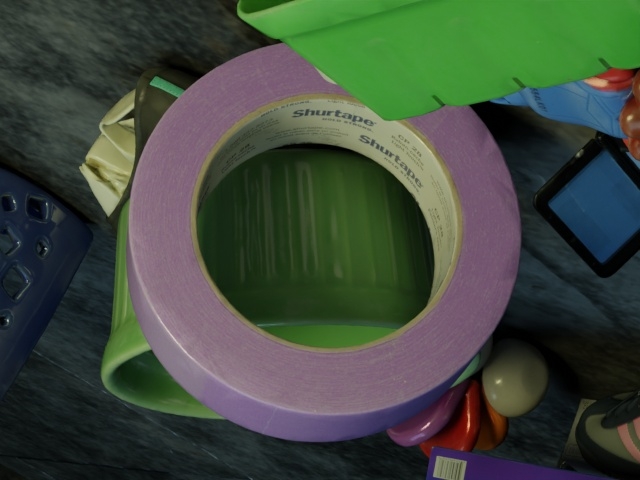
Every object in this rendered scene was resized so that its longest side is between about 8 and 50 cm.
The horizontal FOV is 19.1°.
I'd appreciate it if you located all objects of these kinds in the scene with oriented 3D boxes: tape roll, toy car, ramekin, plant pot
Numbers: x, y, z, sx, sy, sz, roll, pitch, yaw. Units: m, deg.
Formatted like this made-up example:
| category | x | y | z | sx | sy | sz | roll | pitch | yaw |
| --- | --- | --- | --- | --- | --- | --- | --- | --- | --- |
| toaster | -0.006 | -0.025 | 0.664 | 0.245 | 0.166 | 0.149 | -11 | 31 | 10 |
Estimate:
| category | x | y | z | sx | sy | sz | roll | pitch | yaw |
| --- | --- | --- | --- | --- | --- | --- | --- | --- | --- |
| tape roll | 0.000 | 0.000 | 1.350 | 0.274 | 0.275 | 0.090 | 22 | 161 | -1 |
| toy car | 0.112 | 0.139 | 1.805 | 0.182 | 0.136 | 0.159 | 34 | 158 | -31 |
| ramekin | -0.027 | 0.039 | 1.543 | 0.303 | 0.148 | 0.303 | -3 | 161 | -1 |
| plant pot | -0.410 | 0.017 | 1.912 | 0.236 | 0.236 | 0.212 | 5 | 148 | 38 |

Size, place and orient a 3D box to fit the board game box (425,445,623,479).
| category | x | y | z | sx | sy | sz | roll | pitch | yaw |
| --- | --- | --- | --- | --- | --- | --- | --- | --- | --- |
| board game box | 0.295 | 0.263 | 1.720 | 0.347 | 0.078 | 0.233 | 7 | 172 | 29 |

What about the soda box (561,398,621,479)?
| category | x | y | z | sx | sy | sz | roll | pitch | yaw |
| --- | --- | --- | --- | --- | --- | --- | --- | --- | --- |
| soda box | 0.347 | 0.208 | 1.841 | 0.216 | 0.069 | 0.074 | 4 | 154 | 42 |

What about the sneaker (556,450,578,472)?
| category | x | y | z | sx | sy | sz | roll | pitch | yaw |
| --- | --- | --- | --- | --- | --- | --- | --- | --- | --- |
| sneaker | 0.387 | 0.280 | 1.972 | 0.286 | 0.109 | 0.130 | 24 | 171 | 16 |

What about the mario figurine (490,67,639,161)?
| category | x | y | z | sx | sy | sz | roll | pitch | yaw |
| --- | --- | --- | --- | --- | --- | --- | --- | --- | --- |
| mario figurine | 0.191 | -0.121 | 1.125 | 0.320 | 0.170 | 0.198 | 22 | -162 | 31 |

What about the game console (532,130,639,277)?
| category | x | y | z | sx | sy | sz | roll | pitch | yaw |
| --- | --- | --- | --- | --- | --- | --- | --- | --- | --- |
| game console | 0.230 | -0.025 | 1.348 | 0.107 | 0.071 | 0.122 | 5 | 155 | 40 |

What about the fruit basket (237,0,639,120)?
| category | x | y | z | sx | sy | sz | roll | pitch | yaw |
| --- | --- | --- | --- | --- | --- | --- | --- | --- | --- |
| fruit basket | 0.040 | -0.235 | 0.915 | 0.327 | 0.165 | 0.353 | -11 | 123 | 40 |

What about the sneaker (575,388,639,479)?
| category | x | y | z | sx | sy | sz | roll | pitch | yaw |
| --- | --- | --- | --- | --- | --- | --- | --- | --- | --- |
| sneaker | 0.326 | 0.144 | 1.690 | 0.319 | 0.112 | 0.131 | -3 | 122 | 58 |

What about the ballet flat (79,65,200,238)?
| category | x | y | z | sx | sy | sz | roll | pitch | yaw |
| --- | --- | --- | --- | --- | --- | --- | --- | --- | --- |
| ballet flat | -0.144 | -0.072 | 1.611 | 0.096 | 0.095 | 0.280 | 33 | 150 | -2 |
